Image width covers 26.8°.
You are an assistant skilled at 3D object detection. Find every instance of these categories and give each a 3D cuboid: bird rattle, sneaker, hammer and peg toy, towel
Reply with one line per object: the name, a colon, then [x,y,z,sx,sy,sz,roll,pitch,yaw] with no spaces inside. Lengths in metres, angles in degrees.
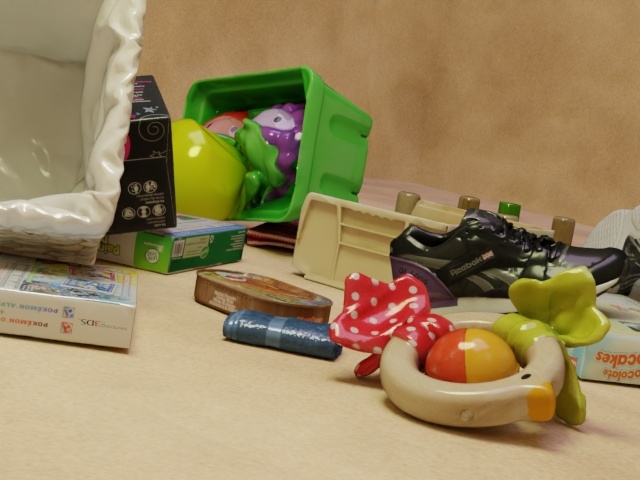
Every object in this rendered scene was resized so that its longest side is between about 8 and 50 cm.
bird rattle: [0.130,0.096,1.211,0.253,0.143,0.207,7,23,6]
sneaker: [0.216,0.020,1.581,0.283,0.124,0.107,-9,11,17]
hammer and peg toy: [0.292,0.012,2.092,0.361,0.127,0.266,15,8,38]
towel: [0.000,0.000,2.198,0.199,0.031,0.275,11,7,9]
sneaker: [0.507,0.042,1.744,0.210,0.137,0.366,31,-13,-15]
towel: [-0.037,0.093,1.364,0.119,0.029,0.067,11,8,7]

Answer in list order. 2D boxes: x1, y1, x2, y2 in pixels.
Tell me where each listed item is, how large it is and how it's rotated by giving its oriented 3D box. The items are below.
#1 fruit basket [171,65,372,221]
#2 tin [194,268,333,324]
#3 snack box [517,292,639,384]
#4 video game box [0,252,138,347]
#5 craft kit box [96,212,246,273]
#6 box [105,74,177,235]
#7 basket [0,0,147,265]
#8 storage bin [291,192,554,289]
fruit basket: [-0.155,-0.135,2.126,0.392,0.283,0.392,10,-6,1]
tin: [-0.068,0.067,1.517,0.106,0.040,0.189,9,5,-41]
snack box: [0.341,0.111,1.621,0.187,0.060,0.322,7,7,-12]
video game box: [-0.271,0.052,1.294,0.187,0.048,0.205,6,7,-8]
craft kit box: [-0.261,-0.012,1.829,0.246,0.061,0.250,15,8,18]
box: [-0.314,-0.099,1.668,0.247,0.163,0.142,-7,31,-12]
basket: [-0.364,-0.144,1.419,0.328,0.331,0.266,8,-20,-8]
storage bin: [0.140,0.015,1.881,0.260,0.123,0.262,16,9,39]
